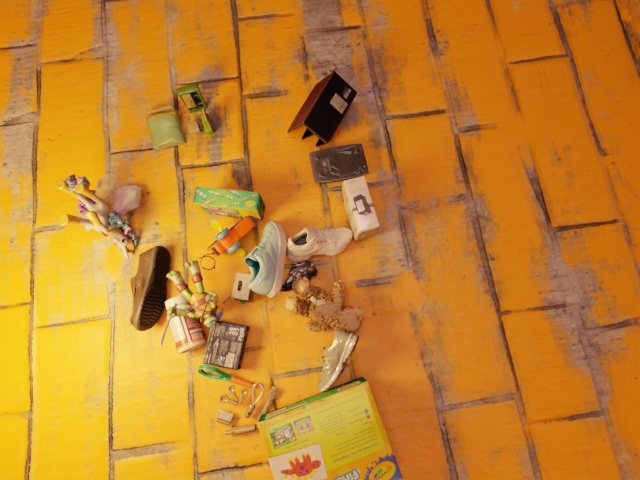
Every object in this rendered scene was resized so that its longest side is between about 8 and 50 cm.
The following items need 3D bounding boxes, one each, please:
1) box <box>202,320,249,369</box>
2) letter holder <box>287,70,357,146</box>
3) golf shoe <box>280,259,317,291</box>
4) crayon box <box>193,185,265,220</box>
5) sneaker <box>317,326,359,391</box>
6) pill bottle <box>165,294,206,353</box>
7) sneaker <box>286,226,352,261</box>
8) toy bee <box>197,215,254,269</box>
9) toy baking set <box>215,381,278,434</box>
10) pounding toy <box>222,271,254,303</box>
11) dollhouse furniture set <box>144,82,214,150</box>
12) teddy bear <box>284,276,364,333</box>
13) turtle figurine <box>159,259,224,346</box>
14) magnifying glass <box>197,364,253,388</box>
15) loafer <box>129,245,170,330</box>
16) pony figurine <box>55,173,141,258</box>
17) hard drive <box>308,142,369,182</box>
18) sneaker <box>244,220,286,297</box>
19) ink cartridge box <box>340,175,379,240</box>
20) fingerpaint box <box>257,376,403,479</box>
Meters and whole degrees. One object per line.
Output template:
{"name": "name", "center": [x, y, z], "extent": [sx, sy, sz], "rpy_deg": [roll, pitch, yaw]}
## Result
{"name": "box", "center": [-0.390, 0.433, 1.684], "extent": [0.147, 0.077, 0.180], "rpy_deg": [9, 77, 2]}
{"name": "letter holder", "center": [-0.001, -0.604, 1.917], "extent": [0.152, 0.214, 0.301], "rpy_deg": [35, 76, -25]}
{"name": "golf shoe", "center": [-0.114, 0.152, 1.765], "extent": [0.198, 0.077, 0.094], "rpy_deg": [-27, 62, -9]}
{"name": "crayon box", "center": [-0.396, -0.160, 1.784], "extent": [0.279, 0.165, 0.081], "rpy_deg": [7, 76, 1]}
{"name": "sneaker", "center": [0.051, 0.480, 1.645], "extent": [0.115, 0.105, 0.281], "rpy_deg": [29, 98, 17]}
{"name": "pill bottle", "center": [-0.563, 0.345, 1.683], "extent": [0.121, 0.121, 0.221], "rpy_deg": [-22, 77, -5]}
{"name": "sneaker", "center": [0.000, 0.000, 1.742], "extent": [0.305, 0.152, 0.114], "rpy_deg": [-18, 56, -13]}
{"name": "toy bee", "center": [-0.431, 0.004, 1.760], "extent": [0.298, 0.162, 0.195], "rpy_deg": [-23, 95, -35]}
{"name": "toy baking set", "center": [-0.294, 0.676, 1.631], "extent": [0.256, 0.030, 0.196], "rpy_deg": [-4, 88, -7]}
{"name": "pounding toy", "center": [-0.340, 0.210, 1.712], "extent": [0.100, 0.130, 0.141], "rpy_deg": [8, 77, 2]}
{"name": "dollhouse furniture set", "center": [-0.679, -0.570, 1.891], "extent": [0.302, 0.151, 0.197], "rpy_deg": [-17, 77, -4]}
{"name": "teddy bear", "center": [0.017, 0.281, 1.702], "extent": [0.338, 0.113, 0.245], "rpy_deg": [8, 86, 3]}
{"name": "turtle figurine", "center": [-0.507, 0.223, 1.577], "extent": [0.275, 0.198, 0.266], "rpy_deg": [-14, 71, -50]}
{"name": "magnifying glass", "center": [-0.388, 0.560, 1.658], "extent": [0.231, 0.092, 0.026], "rpy_deg": [19, 49, -7]}
{"name": "loafer", "center": [-0.739, 0.204, 1.730], "extent": [0.130, 0.134, 0.365], "rpy_deg": [-5, 65, 22]}
{"name": "pony figurine", "center": [-0.931, -0.120, 1.716], "extent": [0.303, 0.363, 0.351], "rpy_deg": [-26, 62, 1]}
{"name": "hard drive", "center": [0.084, -0.354, 1.890], "extent": [0.255, 0.054, 0.172], "rpy_deg": [-11, 77, -3]}
{"name": "sneaker", "center": [-0.235, 0.054, 1.689], "extent": [0.150, 0.135, 0.365], "rpy_deg": [20, 47, -30]}
{"name": "ink cartridge box", "center": [0.170, -0.134, 1.776], "extent": [0.100, 0.172, 0.237], "rpy_deg": [-14, 77, -5]}
{"name": "fingerpaint box", "center": [0.032, 0.785, 1.550], "extent": [0.445, 0.163, 0.371], "rpy_deg": [-19, 79, -7]}
